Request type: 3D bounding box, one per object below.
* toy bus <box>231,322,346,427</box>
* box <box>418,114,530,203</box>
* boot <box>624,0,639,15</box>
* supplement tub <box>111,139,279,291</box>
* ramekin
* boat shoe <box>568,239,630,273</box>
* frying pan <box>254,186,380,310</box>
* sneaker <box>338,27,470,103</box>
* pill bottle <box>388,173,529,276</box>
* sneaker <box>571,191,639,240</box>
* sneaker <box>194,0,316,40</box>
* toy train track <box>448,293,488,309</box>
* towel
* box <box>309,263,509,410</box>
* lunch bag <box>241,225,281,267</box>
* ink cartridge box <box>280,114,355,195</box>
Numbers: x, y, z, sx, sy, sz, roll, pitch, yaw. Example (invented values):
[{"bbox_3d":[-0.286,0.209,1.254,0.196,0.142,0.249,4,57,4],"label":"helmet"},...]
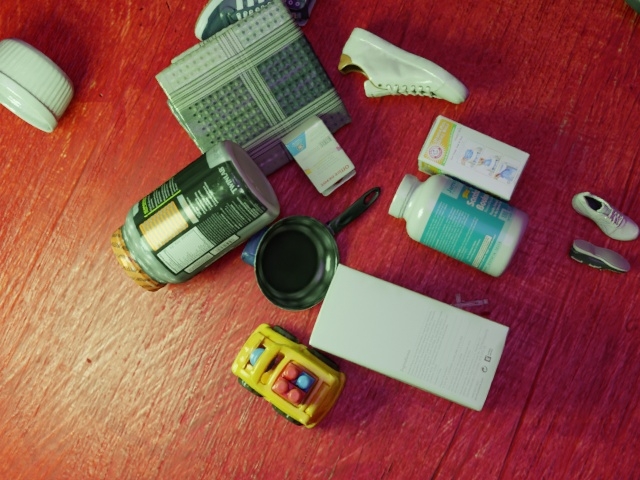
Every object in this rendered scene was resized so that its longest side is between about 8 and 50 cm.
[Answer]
[{"bbox_3d":[-0.074,0.266,1.860,0.220,0.211,0.149,34,87,9],"label":"toy bus"},{"bbox_3d":[0.312,-0.161,1.937,0.203,0.114,0.103,25,86,8],"label":"box"},{"bbox_3d":[0.765,-0.367,1.911,0.367,0.146,0.445,-35,85,-11],"label":"boot"},{"bbox_3d":[-0.257,-0.043,1.910,0.316,0.193,0.194,-34,81,11],"label":"supplement tub"},{"bbox_3d":[-0.621,-0.334,1.993,0.207,0.207,0.109,33,77,8],"label":"ramekin"},{"bbox_3d":[0.570,0.040,1.928,0.125,0.038,0.046,21,42,2],"label":"boat shoe"},{"bbox_3d":[-0.023,-0.012,1.943,0.197,0.053,0.326,31,79,-28],"label":"frying pan"},{"bbox_3d":[0.170,-0.334,1.985,0.290,0.106,0.123,29,89,18],"label":"sneaker"},{"bbox_3d":[0.276,-0.041,1.907,0.264,0.146,0.146,25,85,7],"label":"pill bottle"},{"bbox_3d":[0.587,-0.049,1.928,0.152,0.061,0.054,32,84,7],"label":"sneaker"},{"bbox_3d":[-0.127,-0.495,2.026,0.282,0.099,0.153,-42,79,-5],"label":"sneaker"},{"bbox_3d":[0.305,0.132,1.948,0.083,0.014,0.048,-8,82,3],"label":"toy train track"},{"bbox_3d":[-0.142,-0.301,1.989,0.324,0.056,0.312,-32,102,-1],"label":"towel"},{"bbox_3d":[0.171,0.192,1.849,0.345,0.215,0.168,20,84,6],"label":"box"},{"bbox_3d":[-0.115,0.013,1.969,0.065,0.067,0.098,26,83,7],"label":"lunch bag"},{"bbox_3d":[-0.002,-0.173,1.958,0.092,0.090,0.143,-36,108,0],"label":"ink cartridge box"}]
